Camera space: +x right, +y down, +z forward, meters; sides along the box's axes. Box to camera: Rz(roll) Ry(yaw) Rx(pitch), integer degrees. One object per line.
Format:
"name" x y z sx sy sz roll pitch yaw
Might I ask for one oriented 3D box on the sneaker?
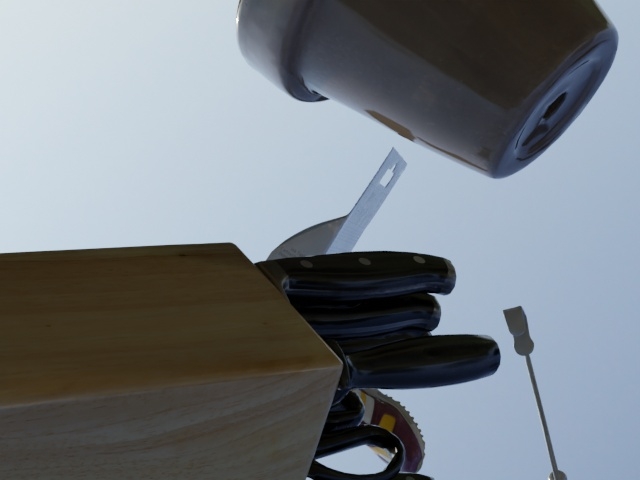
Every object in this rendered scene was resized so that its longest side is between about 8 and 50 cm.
"sneaker" 0.027 0.180 1.452 0.084 0.070 0.185 -24 -120 -37

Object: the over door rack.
"over door rack" 0.351 0.199 1.498 0.239 0.324 0.108 -14 -179 9

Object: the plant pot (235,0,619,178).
"plant pot" 0.100 -0.171 1.104 0.229 0.263 0.263 44 -126 17

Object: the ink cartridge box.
"ink cartridge box" 0.000 0.000 1.444 0.066 0.232 0.189 28 -178 8

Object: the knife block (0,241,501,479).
"knife block" -0.054 0.049 0.529 0.242 0.276 0.088 -40 -132 -7
